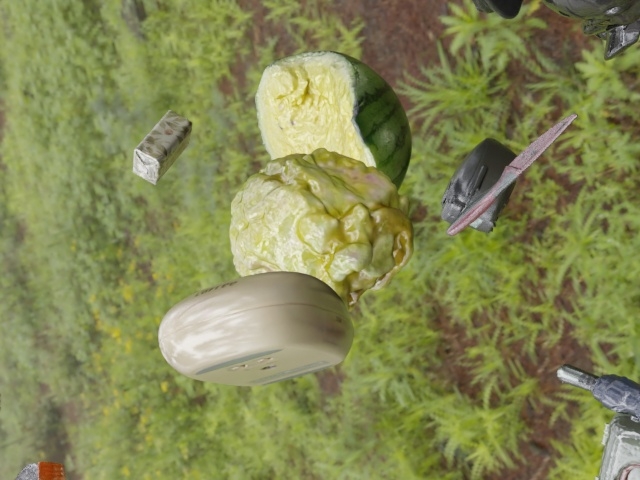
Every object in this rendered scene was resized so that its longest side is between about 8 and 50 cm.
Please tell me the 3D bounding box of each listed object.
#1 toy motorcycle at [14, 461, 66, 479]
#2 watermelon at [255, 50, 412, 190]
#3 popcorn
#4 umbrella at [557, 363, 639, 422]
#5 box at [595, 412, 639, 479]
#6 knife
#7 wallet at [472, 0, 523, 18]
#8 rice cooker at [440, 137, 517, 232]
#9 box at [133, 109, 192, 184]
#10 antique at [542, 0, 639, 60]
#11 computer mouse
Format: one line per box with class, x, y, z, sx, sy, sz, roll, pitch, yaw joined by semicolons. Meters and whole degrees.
toy motorcycle;-0.279;0.358;0.828;0.325;0.148;0.221;-62;37;18
watermelon;0.049;-0.181;1.673;0.331;0.189;0.330;48;154;33
popcorn;0.000;0.000;1.239;0.259;0.259;0.212;48;133;32
umbrella;0.442;0.232;1.395;0.248;0.071;0.070;16;121;45
box;0.523;0.356;1.538;0.148;0.129;0.210;12;120;21
knife;0.265;-0.090;1.342;0.247;0.018;0.035;-45;24;22
wallet;0.174;-0.407;1.058;0.051;0.377;0.197;18;81;31
rice cooker;0.311;-0.104;1.871;0.118;0.203;0.142;28;156;5
box;-0.227;-0.134;1.382;0.045;0.098;0.062;29;143;4
antique;0.374;-0.343;1.117;0.255;0.322;0.185;-31;69;39
computer mouse;-0.054;0.079;0.873;0.236;0.145;0.081;28;-134;-68
